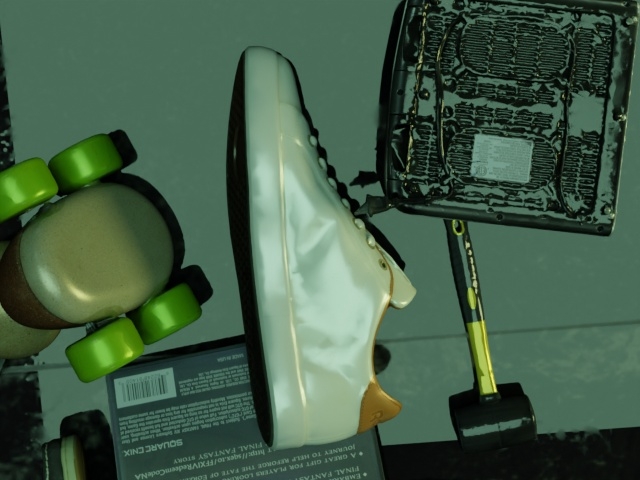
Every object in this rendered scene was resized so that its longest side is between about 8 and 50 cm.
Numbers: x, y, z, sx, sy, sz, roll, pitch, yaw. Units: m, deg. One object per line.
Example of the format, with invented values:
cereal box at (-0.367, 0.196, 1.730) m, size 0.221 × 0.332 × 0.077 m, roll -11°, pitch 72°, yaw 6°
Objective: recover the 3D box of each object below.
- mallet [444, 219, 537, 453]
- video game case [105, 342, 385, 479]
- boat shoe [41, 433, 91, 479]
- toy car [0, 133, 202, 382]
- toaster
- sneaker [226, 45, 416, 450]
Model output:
mallet at (0.129, 0.068, 0.996) m, size 0.062 × 0.039 × 0.189 m, roll -4°, pitch 93°, yaw 1°
video game case at (-0.046, 0.208, 0.953) m, size 0.196 × 0.026 × 0.274 m, roll -11°, pitch 69°, yaw 2°
boat shoe at (-0.209, 0.259, 0.997) m, size 0.074 × 0.080 × 0.223 m, roll -1°, pitch 101°, yaw -5°
toy car at (-0.214, 0.036, 0.967) m, size 0.188 × 0.149 × 0.155 m, roll -26°, pitch 93°, yaw 32°
toaster at (0.123, -0.090, 0.928) m, size 0.186 × 0.110 × 0.168 m, roll 6°, pitch 90°, yaw 0°
sneaker at (0.000, 0.000, 0.952) m, size 0.123 × 0.106 × 0.290 m, roll -7°, pitch 89°, yaw -12°
